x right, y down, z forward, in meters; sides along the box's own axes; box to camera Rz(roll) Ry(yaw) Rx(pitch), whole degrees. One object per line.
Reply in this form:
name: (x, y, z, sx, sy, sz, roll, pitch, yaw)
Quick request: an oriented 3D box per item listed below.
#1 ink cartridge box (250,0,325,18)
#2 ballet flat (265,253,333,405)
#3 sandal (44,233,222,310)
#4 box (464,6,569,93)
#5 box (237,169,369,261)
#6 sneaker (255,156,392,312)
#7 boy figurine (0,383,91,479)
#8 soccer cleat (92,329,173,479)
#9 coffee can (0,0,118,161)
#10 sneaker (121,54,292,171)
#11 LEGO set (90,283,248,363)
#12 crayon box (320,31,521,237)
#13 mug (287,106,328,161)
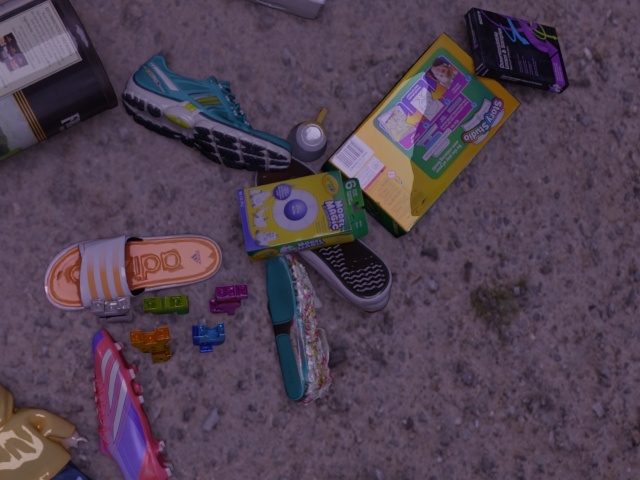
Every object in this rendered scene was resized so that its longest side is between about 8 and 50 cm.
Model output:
ink cartridge box: (-0.047, -0.469, 1.786, 0.158, 0.092, 0.218, 15, 85, -7)
ballet flat: (-0.030, 0.126, 1.754, 0.077, 0.091, 0.241, -8, 91, -39)
sandal: (-0.276, 0.034, 1.717, 0.265, 0.076, 0.102, -12, 87, -9)
box: (0.304, -0.294, 1.809, 0.162, 0.029, 0.116, 7, 60, -25)
box: (-0.025, -0.038, 1.689, 0.179, 0.043, 0.105, -11, 64, 0)
sneaker: (0.000, 0.000, 1.758, 0.106, 0.123, 0.290, -35, 69, -7)
boy figurine: (-0.427, 0.315, 1.665, 0.177, 0.092, 0.285, -42, 91, -9)
soccer cleat: (-0.295, 0.254, 1.697, 0.095, 0.083, 0.248, -22, 91, -5)
coffee can: (-0.455, -0.221, 1.650, 0.275, 0.201, 0.201, -28, 90, -9)
sneaker: (-0.159, -0.191, 1.734, 0.275, 0.107, 0.110, 28, 69, 5)
LEGO set: (-0.218, 0.132, 1.718, 0.227, 0.093, 0.087, -5, 63, -8)
crayon box: (0.154, -0.161, 1.794, 0.165, 0.081, 0.278, 42, 81, -3)
mug: (-0.017, -0.163, 1.778, 0.062, 0.064, 0.078, -4, 86, -8)
